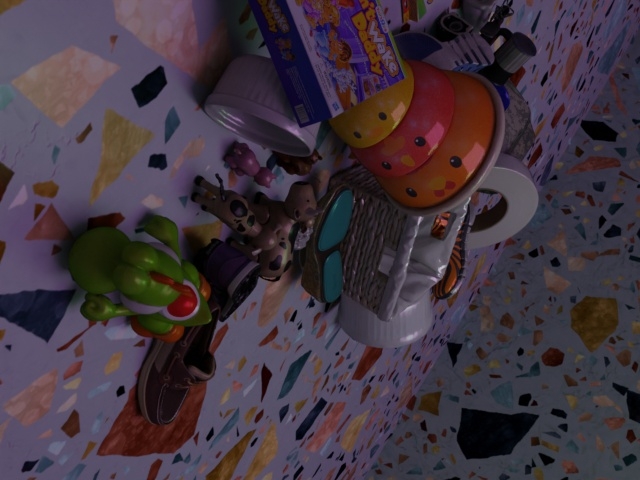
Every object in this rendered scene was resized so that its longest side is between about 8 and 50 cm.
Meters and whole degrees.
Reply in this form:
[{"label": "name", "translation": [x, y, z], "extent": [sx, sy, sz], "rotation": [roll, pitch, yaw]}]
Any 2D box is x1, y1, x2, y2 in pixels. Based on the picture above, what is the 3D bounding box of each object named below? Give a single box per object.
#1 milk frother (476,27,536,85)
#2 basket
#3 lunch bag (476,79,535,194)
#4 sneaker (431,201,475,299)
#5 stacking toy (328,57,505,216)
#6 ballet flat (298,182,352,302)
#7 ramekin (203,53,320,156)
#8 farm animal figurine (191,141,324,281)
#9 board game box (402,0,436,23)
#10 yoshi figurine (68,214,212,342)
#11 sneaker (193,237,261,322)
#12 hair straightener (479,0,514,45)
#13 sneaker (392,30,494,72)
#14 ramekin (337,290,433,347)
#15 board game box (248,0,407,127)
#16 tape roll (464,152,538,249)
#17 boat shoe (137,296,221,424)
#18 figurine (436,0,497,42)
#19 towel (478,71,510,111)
[{"label": "milk frother", "translation": [0.488, -0.492, 2.202], "extent": [0.135, 0.129, 0.143], "rotation": [-46, -172, 47]}, {"label": "basket", "translation": [0.187, -0.029, 2.105], "extent": [0.331, 0.266, 0.328], "rotation": [-29, 141, -49]}, {"label": "lunch bag", "translation": [0.508, -0.329, 2.506], "extent": [0.305, 0.213, 0.256], "rotation": [-53, 138, -20]}, {"label": "sneaker", "translation": [0.330, -0.001, 2.311], "extent": [0.180, 0.125, 0.321], "rotation": [25, 65, -32]}, {"label": "stacking toy", "translation": [0.123, -0.278, 1.709], "extent": [0.480, 0.351, 0.350], "rotation": [22, 96, -37]}, {"label": "ballet flat", "translation": [0.000, 0.000, 1.957], "extent": [0.123, 0.123, 0.348], "rotation": [-39, 144, -41]}, {"label": "ramekin", "translation": [-0.090, -0.239, 1.422], "extent": [0.109, 0.207, 0.207], "rotation": [-68, 157, -8]}, {"label": "farm animal figurine", "translation": [-0.096, -0.048, 1.640], "extent": [0.330, 0.172, 0.326], "rotation": [-37, 147, -42]}, {"label": "board game box", "translation": [0.273, -0.632, 1.913], "extent": [0.259, 0.039, 0.124], "rotation": [-49, 153, -19]}, {"label": "yoshi figurine", "translation": [-0.317, 0.062, 1.394], "extent": [0.203, 0.203, 0.362], "rotation": [-16, 164, -2]}, {"label": "sneaker", "translation": [-0.201, 0.071, 1.658], "extent": [0.107, 0.124, 0.283], "rotation": [-48, 175, -25]}, {"label": "hair straightener", "translation": [0.473, -0.581, 2.138], "extent": [0.230, 0.047, 0.089], "rotation": [-45, 163, -43]}, {"label": "sneaker", "translation": [0.270, -0.412, 1.999], "extent": [0.316, 0.127, 0.182], "rotation": [-11, 156, -38]}, {"label": "ramekin", "translation": [0.185, 0.164, 2.315], "extent": [0.277, 0.277, 0.135], "rotation": [-41, 141, -38]}, {"label": "board game box", "translation": [-0.004, -0.391, 1.337], "extent": [0.233, 0.078, 0.347], "rotation": [-36, 109, -44]}, {"label": "tape roll", "translation": [0.463, -0.115, 2.468], "extent": [0.392, 0.392, 0.072], "rotation": [84, 1, -52]}, {"label": "boat shoe", "translation": [-0.278, 0.255, 1.666], "extent": [0.123, 0.123, 0.342], "rotation": [-16, 130, -58]}, {"label": "figurine", "translation": [0.380, -0.544, 2.171], "extent": [0.215, 0.092, 0.209], "rotation": [-50, 161, -26]}, {"label": "towel", "translation": [0.413, -0.373, 2.284], "extent": [0.227, 0.076, 0.308], "rotation": [50, 64, -24]}]
